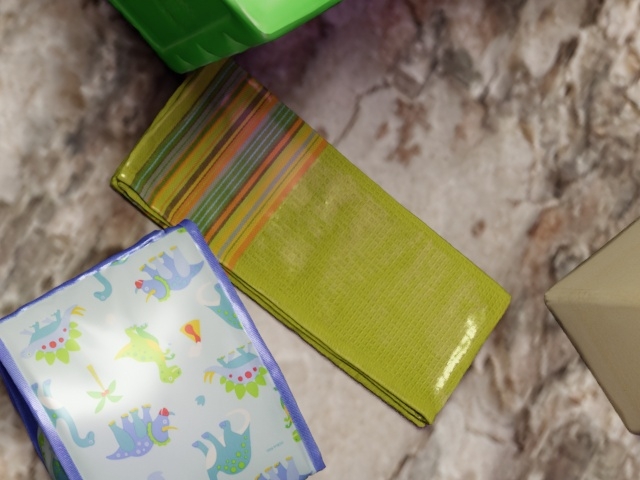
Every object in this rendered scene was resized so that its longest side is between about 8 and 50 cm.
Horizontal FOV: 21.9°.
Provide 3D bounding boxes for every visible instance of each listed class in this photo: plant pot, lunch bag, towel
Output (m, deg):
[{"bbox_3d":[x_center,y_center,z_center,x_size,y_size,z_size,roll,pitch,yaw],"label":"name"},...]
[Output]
[{"bbox_3d":[0.221,0.044,0.990,0.109,0.096,0.109,-37,98,-18],"label":"plant pot"},{"bbox_3d":[-0.092,0.082,0.879,0.129,0.096,0.151,-30,106,-18],"label":"lunch bag"},{"bbox_3d":[0.000,0.000,0.956,0.237,0.021,0.102,39,76,-13],"label":"towel"}]

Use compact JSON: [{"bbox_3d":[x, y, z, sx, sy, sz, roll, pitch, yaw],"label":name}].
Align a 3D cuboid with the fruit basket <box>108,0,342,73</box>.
[{"bbox_3d":[0.035,-0.253,0.800,0.392,0.392,0.283,-46,101,-16],"label":"fruit basket"}]
